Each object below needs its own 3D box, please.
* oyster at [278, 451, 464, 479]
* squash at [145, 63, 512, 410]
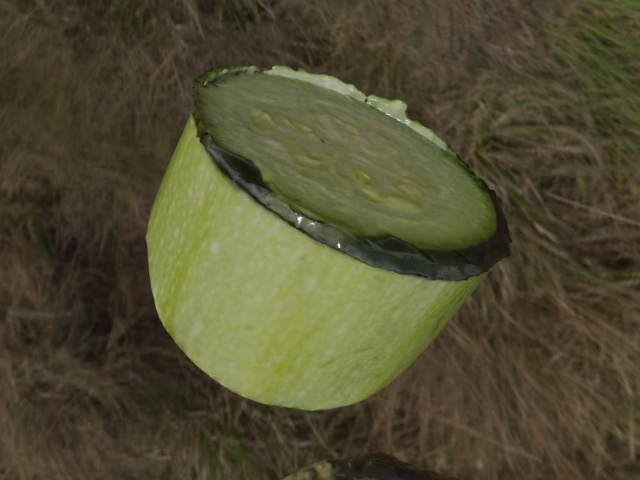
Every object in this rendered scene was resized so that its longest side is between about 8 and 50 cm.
[{"bbox_3d":[0.094,0.287,1.188,0.341,0.166,0.110,19,127,-8],"label":"oyster"},{"bbox_3d":[0.003,-0.014,0.755,0.220,0.220,0.133,16,128,-15],"label":"squash"}]
